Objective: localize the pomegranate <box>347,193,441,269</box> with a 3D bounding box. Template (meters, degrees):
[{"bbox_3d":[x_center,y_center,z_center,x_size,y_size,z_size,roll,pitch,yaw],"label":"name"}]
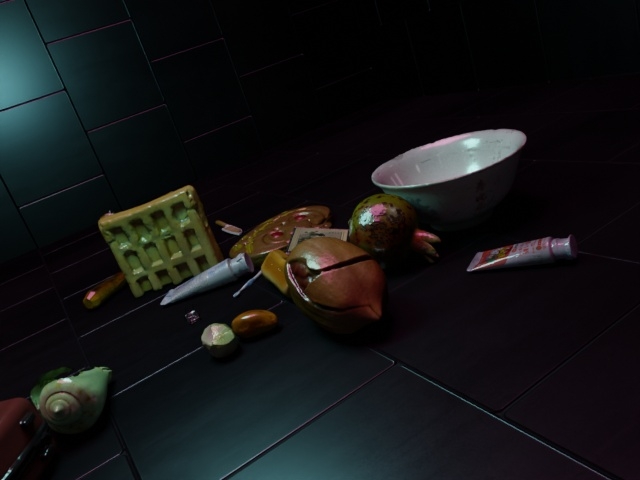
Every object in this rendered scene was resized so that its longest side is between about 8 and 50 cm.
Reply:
[{"bbox_3d":[0.185,-0.006,1.505,0.198,0.246,0.198,-50,-3,-3],"label":"pomegranate"}]

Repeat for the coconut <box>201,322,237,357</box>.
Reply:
[{"bbox_3d":[-0.237,0.233,1.368,0.083,0.081,0.082,-6,54,-4],"label":"coconut"}]

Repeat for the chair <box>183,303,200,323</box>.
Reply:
[{"bbox_3d":[-0.356,0.210,1.612,0.037,0.042,0.086,-27,-15,-24],"label":"chair"}]

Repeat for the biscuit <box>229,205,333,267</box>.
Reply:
[{"bbox_3d":[-0.116,-0.028,1.970,0.350,0.070,0.394,-8,22,30],"label":"biscuit"}]

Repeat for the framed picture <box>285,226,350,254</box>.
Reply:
[{"bbox_3d":[0.000,0.000,1.775,0.194,0.010,0.199,3,26,6],"label":"framed picture"}]

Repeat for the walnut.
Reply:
[{"bbox_3d":[0.042,0.101,1.292,0.203,0.203,0.297,-29,38,-27],"label":"walnut"}]

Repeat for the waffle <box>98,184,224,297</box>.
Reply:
[{"bbox_3d":[-0.525,0.007,1.919,0.347,0.305,0.077,-20,19,5],"label":"waffle"}]

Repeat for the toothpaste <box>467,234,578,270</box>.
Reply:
[{"bbox_3d":[0.449,0.033,1.306,0.234,0.057,0.089,-14,19,39],"label":"toothpaste"}]

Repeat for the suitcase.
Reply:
[{"bbox_3d":[-0.655,0.441,1.066,0.236,0.161,0.297,-18,20,9],"label":"suitcase"}]

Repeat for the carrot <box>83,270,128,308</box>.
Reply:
[{"bbox_3d":[-0.728,0.147,2.088,0.066,0.066,0.314,-9,21,27],"label":"carrot"}]

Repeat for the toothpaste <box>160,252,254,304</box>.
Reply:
[{"bbox_3d":[-0.352,0.124,1.801,0.299,0.073,0.114,-23,19,10],"label":"toothpaste"}]

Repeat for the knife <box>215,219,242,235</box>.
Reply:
[{"bbox_3d":[-0.372,-0.047,2.338,0.046,0.022,0.256,-20,22,-28],"label":"knife"}]

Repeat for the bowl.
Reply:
[{"bbox_3d":[0.375,-0.149,1.639,0.434,0.196,0.435,-17,20,6],"label":"bowl"}]

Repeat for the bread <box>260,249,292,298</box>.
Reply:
[{"bbox_3d":[-0.095,0.094,1.604,0.093,0.073,0.239,-58,25,0],"label":"bread"}]

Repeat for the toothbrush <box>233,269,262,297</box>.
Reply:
[{"bbox_3d":[-0.210,0.125,1.730,0.017,0.014,0.162,-23,13,36],"label":"toothbrush"}]

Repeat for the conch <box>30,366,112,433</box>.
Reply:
[{"bbox_3d":[-0.554,0.332,1.299,0.143,0.137,0.250,-24,20,-12],"label":"conch"}]

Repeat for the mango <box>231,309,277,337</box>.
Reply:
[{"bbox_3d":[-0.159,0.199,1.406,0.114,0.061,0.080,-16,3,17],"label":"mango"}]
